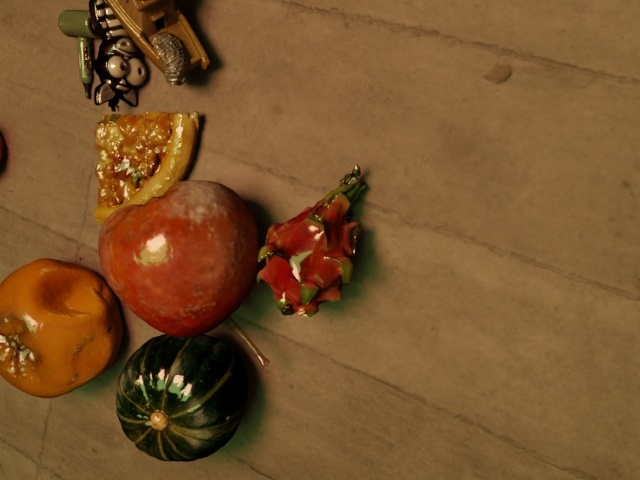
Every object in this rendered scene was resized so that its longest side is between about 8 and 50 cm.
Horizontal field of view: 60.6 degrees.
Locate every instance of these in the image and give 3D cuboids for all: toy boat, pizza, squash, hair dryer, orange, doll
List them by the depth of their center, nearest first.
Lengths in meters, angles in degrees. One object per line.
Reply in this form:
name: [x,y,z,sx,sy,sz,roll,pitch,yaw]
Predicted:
toy boat: [-0.279,-0.382,0.815,0.089,0.121,0.321,-36,98,-18]
squash: [-0.219,0.247,0.879,0.218,0.172,0.219,4,100,24]
doll: [-0.334,-0.323,0.899,0.067,0.091,0.220,5,100,24]
pizza: [-0.321,-0.144,0.934,0.292,0.058,0.197,-37,81,22]
hair dryer: [-0.415,-0.326,0.966,0.071,0.047,0.150,12,112,23]
orange: [-0.493,0.164,0.978,0.248,0.183,0.249,2,96,21]

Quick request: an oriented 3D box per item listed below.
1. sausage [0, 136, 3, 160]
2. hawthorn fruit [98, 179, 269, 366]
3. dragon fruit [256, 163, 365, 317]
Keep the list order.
sausage: [-0.729,-0.155,1.063,0.254,0.148,0.148,-25,87,21]
hawthorn fruit: [-0.211,0.032,0.820,0.235,0.231,0.263,24,107,45]
dragon fruit: [-0.002,0.000,0.778,0.135,0.137,0.236,32,102,-12]
